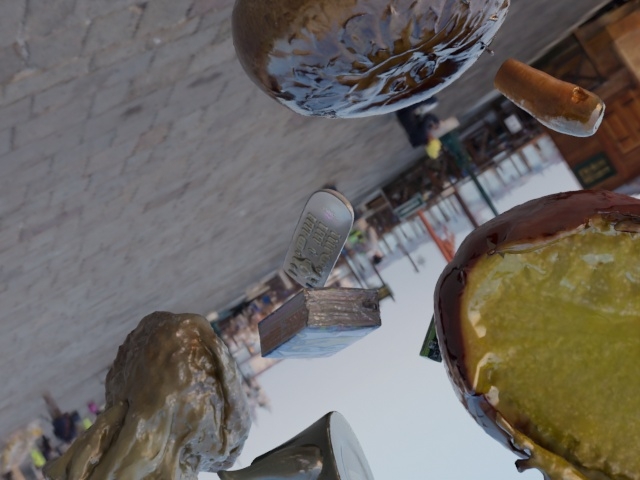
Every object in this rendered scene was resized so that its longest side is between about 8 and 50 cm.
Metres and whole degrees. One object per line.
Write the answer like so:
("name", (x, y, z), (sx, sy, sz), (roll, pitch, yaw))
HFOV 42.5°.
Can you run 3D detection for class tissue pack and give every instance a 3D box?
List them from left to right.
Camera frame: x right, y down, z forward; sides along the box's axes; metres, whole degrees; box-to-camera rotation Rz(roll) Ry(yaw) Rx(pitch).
("tissue pack", (-0.003, 0.115, 1.115), (0.115, 0.065, 0.155), (4, 155, -27))

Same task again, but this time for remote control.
("remote control", (0.000, 0.000, 1.157), (0.044, 0.073, 0.229), (-50, 170, -33))

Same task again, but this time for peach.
("peach", (0.349, 0.112, 0.954), (0.353, 0.339, 0.416), (-1, -164, -32))

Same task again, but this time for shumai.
("shumai", (-0.267, 0.261, 1.194), (0.262, 0.267, 0.314), (-30, 150, -43))

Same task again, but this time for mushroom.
("mushroom", (0.051, -0.214, 0.799), (0.297, 0.163, 0.278), (-13, 176, -37))

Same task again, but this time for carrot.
("carrot", (0.391, -0.243, 1.415), (0.087, 0.193, 0.087), (-46, 154, -31))

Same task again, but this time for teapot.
("teapot", (-0.019, 0.292, 0.889), (0.149, 0.162, 0.239), (-24, 135, 8))

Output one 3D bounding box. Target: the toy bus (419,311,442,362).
("toy bus", (0.173, 0.135, 1.196), (0.083, 0.031, 0.037), (-70, -163, -10))
